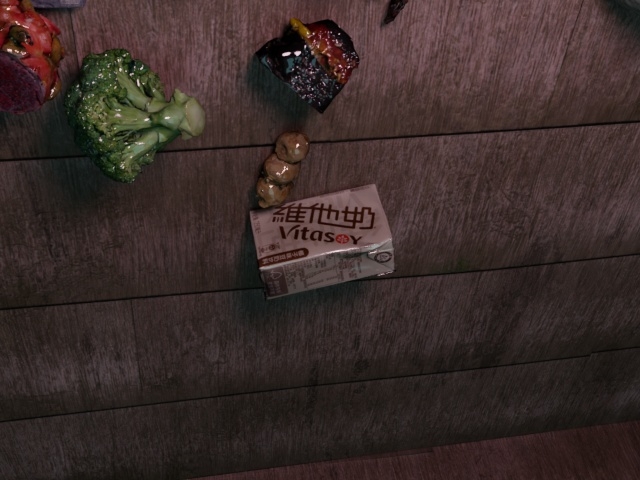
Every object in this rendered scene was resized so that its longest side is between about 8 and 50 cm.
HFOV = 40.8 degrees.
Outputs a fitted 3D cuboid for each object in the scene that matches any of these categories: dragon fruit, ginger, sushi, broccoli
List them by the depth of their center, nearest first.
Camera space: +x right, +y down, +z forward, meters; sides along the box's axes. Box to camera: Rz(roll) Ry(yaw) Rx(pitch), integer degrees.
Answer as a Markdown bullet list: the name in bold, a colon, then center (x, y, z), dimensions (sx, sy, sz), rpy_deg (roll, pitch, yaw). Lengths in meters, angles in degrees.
- **dragon fruit**: center (-0.558, -0.341, 1.555), dimensions (0.211, 0.147, 0.282), rpy_deg (26, 145, -27)
- **broccoli**: center (-0.358, -0.235, 1.649), dimensions (0.270, 0.270, 0.270), rpy_deg (5, 141, 17)
- **sushi**: center (-0.011, -0.361, 1.700), dimensions (0.172, 0.153, 0.150), rpy_deg (40, 99, -18)
- **ginger**: center (-0.085, -0.164, 1.941), dimensions (0.104, 0.080, 0.204), rpy_deg (-25, 151, -40)

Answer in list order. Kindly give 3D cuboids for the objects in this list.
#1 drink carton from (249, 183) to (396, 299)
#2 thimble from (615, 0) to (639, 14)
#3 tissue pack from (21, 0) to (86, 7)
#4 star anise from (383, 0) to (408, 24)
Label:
- **drink carton**: center (-0.001, 0.000, 2.055), dimensions (0.325, 0.194, 0.132), rpy_deg (-12, 140, -3)
- **thimble**: center (0.675, -0.526, 1.657), dimensions (0.205, 0.172, 0.250), rpy_deg (-39, 136, 4)
- **tissue pack**: center (-0.471, -0.484, 1.506), dimensions (0.112, 0.051, 0.156), rpy_deg (-3, 138, -14)
- **star anise**: center (0.158, -0.521, 1.634), dimensions (0.212, 0.053, 0.157), rpy_deg (-36, 135, 26)
